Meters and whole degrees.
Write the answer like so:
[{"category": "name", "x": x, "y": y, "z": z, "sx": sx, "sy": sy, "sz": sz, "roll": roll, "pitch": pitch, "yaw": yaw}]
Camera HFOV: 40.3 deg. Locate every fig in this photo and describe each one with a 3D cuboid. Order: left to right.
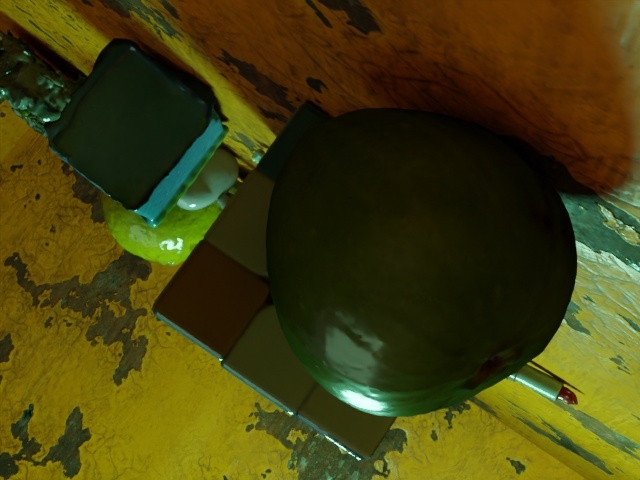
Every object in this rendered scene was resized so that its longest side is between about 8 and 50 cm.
[{"category": "fig", "x": 0.081, "y": 0.002, "z": 0.857, "sx": 0.316, "sy": 0.316, "sz": 0.316, "roll": 34, "pitch": 172, "yaw": 5}]

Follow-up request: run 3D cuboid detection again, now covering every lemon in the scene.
[{"category": "lemon", "x": -0.358, "y": -0.099, "z": 1.986, "sx": 0.297, "sy": 0.297, "sz": 0.297, "roll": 34, "pitch": 172, "yaw": 5}]

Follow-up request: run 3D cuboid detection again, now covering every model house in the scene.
[{"category": "model house", "x": -0.295, "y": -0.169, "z": 1.531, "sx": 0.216, "sy": 0.237, "sz": 0.303, "roll": 36, "pitch": 174, "yaw": 10}]

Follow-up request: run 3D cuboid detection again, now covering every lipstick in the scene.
[{"category": "lipstick", "x": 0.448, "y": 0.287, "z": 1.805, "sx": 0.186, "sy": 0.057, "sz": 0.063, "roll": 26, "pitch": 169, "yaw": 22}]

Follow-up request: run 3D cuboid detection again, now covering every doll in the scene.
[{"category": "doll", "x": -0.189, "y": -0.053, "z": 1.824, "sx": 0.365, "sy": 0.160, "sz": 0.094, "roll": 54, "pitch": 169, "yaw": -5}, {"category": "doll", "x": -0.083, "y": -0.137, "z": 1.540, "sx": 0.085, "sy": 0.040, "sz": 0.058, "roll": 33, "pitch": -178, "yaw": 13}]

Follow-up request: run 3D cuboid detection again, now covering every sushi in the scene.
[{"category": "sushi", "x": -0.685, "y": -0.357, "z": 2.239, "sx": 0.418, "sy": 0.175, "sz": 0.417, "roll": 34, "pitch": 172, "yaw": 5}]

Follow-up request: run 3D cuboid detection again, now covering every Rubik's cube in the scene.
[{"category": "Rubik's cube", "x": -0.003, "y": 0.062, "z": 1.261, "sx": 0.344, "sy": 0.346, "sz": 0.346, "roll": 34, "pitch": 173, "yaw": -3}]

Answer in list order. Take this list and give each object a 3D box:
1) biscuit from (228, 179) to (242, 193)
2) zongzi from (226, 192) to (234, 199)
[{"category": "biscuit", "x": -0.116, "y": -0.070, "z": 1.989, "sx": 0.262, "sy": 0.037, "sz": 0.262, "roll": 33, "pitch": 179, "yaw": 1}, {"category": "zongzi", "x": -0.237, "y": -0.073, "z": 2.326, "sx": 0.318, "sy": 0.154, "sz": 0.289, "roll": 17, "pitch": 173, "yaw": -15}]
